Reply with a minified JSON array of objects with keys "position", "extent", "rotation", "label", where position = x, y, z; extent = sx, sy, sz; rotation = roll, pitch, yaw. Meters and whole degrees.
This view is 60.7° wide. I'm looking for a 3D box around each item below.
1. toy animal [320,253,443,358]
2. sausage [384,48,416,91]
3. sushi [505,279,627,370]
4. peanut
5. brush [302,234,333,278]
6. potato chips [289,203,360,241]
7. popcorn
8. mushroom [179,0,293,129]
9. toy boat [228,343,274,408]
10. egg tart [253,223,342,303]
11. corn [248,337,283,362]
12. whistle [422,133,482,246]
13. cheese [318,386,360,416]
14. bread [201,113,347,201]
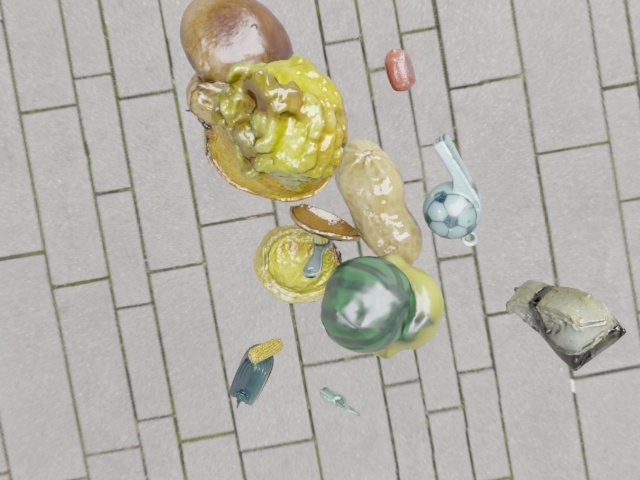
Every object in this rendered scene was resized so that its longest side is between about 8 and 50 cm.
[{"position":[0.142,0.132,1.101],"extent":[0.191,0.338,0.216],"rotation":[2,82,35],"label":"toy animal"},{"position":[0.176,-0.374,1.196],"extent":[0.059,0.054,0.094],"rotation":[-25,102,-36],"label":"sausage"},{"position":[0.500,0.140,1.189],"extent":[0.134,0.273,0.109],"rotation":[-41,124,1],"label":"sushi"},{"position":[0.167,-0.103,1.512],"extent":[0.169,0.192,0.387],"rotation":[-22,85,-34],"label":"peanut"},{"position":[0.000,0.000,1.554],"extent":[0.068,0.297,0.060],"rotation":[1,122,12],"label":"brush"},{"position":[0.006,-0.038,1.469],"extent":[0.201,0.150,0.049],"rotation":[19,110,-19],"label":"potato chips"},{"position":[-0.054,-0.158,0.758],"extent":[0.197,0.155,0.198],"rotation":[17,125,26],"label":"popcorn"},{"position":[-0.165,-0.354,1.103],"extent":[0.263,0.195,0.283],"rotation":[33,72,-45],"label":"mushroom"},{"position":[-0.188,0.369,1.541],"extent":[0.092,0.103,0.246],"rotation":[27,127,3],"label":"toy boat"},{"position":[-0.071,0.075,1.704],"extent":[0.278,0.095,0.279],"rotation":[4,68,-11],"label":"egg tart"},{"position":[-0.123,0.249,1.238],"extent":[0.092,0.037,0.037],"rotation":[-20,93,-36],"label":"corn"},{"position":[0.321,-0.108,1.393],"extent":[0.163,0.163,0.290],"rotation":[-32,99,-1],"label":"whistle"},{"position":[0.034,0.330,1.133],"extent":[0.067,0.120,0.026],"rotation":[27,84,-24],"label":"cheese"},{"position":[-0.110,-0.283,1.383],"extent":[0.358,0.204,0.337],"rotation":[13,70,-14],"label":"bread"}]
